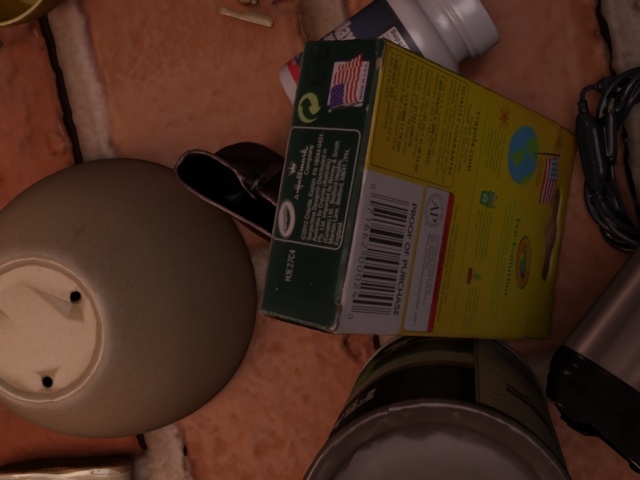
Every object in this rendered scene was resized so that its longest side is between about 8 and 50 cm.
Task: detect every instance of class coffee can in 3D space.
[{"bbox_3d":[0.102,0.194,0.706,0.202,0.275,0.201,1,95,10],"label":"coffee can"}]

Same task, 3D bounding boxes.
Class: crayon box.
[{"bbox_3d":[0.099,-0.022,0.695,0.081,0.318,0.202,9,89,42],"label":"crayon box"}]

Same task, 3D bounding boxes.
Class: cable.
[{"bbox_3d":[0.313,-0.069,0.766,0.151,0.047,0.184,-14,97,3],"label":"cable"}]

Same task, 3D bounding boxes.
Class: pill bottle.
[{"bbox_3d":[0.063,-0.161,0.764,0.180,0.108,0.108,-34,89,10],"label":"pill bottle"}]

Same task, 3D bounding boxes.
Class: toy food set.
[{"bbox_3d":[-0.053,-0.268,0.819,0.078,0.019,0.122,17,90,7],"label":"toy food set"}]

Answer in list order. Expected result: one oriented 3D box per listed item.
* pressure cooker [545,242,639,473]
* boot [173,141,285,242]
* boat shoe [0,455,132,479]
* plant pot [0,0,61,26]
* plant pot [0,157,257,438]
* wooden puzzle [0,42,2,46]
[{"bbox_3d":[0.418,0.056,0.580,0.375,0.370,0.420,38,92,29],"label":"pressure cooker"},{"bbox_3d":[0.000,0.000,0.739,0.248,0.207,0.090,34,100,5],"label":"boot"},{"bbox_3d":[-0.280,0.262,0.886,0.170,0.063,0.059,-4,89,9],"label":"boat shoe"},{"bbox_3d":[-0.293,-0.268,0.820,0.134,0.095,0.134,1,96,10],"label":"plant pot"},{"bbox_3d":[-0.220,0.064,0.793,0.284,0.191,0.284,1,95,10],"label":"plant pot"},{"bbox_3d":[-0.369,-0.220,0.883,0.083,0.006,0.049,20,98,7],"label":"wooden puzzle"}]
